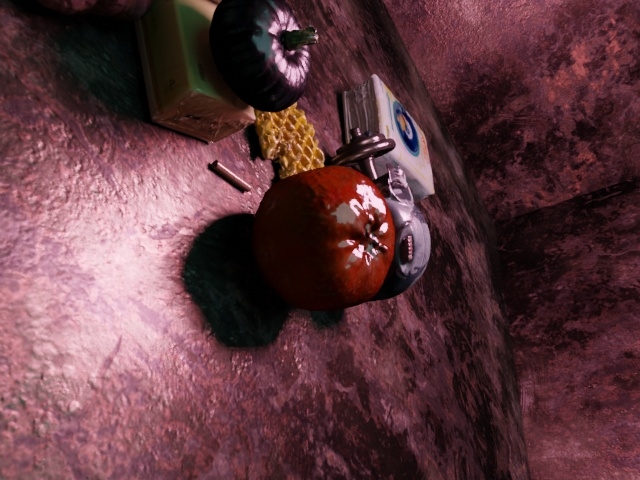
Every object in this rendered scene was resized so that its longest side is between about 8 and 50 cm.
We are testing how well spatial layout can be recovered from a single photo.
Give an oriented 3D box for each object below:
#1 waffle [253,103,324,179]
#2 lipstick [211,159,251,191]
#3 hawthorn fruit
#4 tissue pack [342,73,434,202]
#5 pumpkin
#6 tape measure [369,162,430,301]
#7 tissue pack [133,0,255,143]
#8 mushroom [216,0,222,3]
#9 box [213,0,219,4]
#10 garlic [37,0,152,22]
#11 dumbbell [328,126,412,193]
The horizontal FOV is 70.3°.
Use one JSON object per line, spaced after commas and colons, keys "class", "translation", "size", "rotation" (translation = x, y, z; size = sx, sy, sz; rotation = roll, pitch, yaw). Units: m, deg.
{"class": "waffle", "translation": [-0.070, -0.229, 1.078], "size": [0.250, 0.056, 0.261], "rotation": [6, 64, -59]}
{"class": "lipstick", "translation": [-0.170, -0.123, 0.876], "size": [0.094, 0.019, 0.019], "rotation": [37, 42, -45]}
{"class": "hawthorn fruit", "translation": [0.000, 0.000, 0.857], "size": [0.275, 0.299, 0.275], "rotation": [2, 86, -26]}
{"class": "tissue pack", "translation": [0.235, -0.325, 1.546], "size": [0.388, 0.162, 0.287], "rotation": [28, 52, -49]}
{"class": "pumpkin", "translation": [-0.095, -0.309, 0.744], "size": [0.194, 0.150, 0.194], "rotation": [6, 78, -30]}
{"class": "tape measure", "translation": [0.108, 0.000, 1.023], "size": [0.147, 0.256, 0.275], "rotation": [-5, 76, -52]}
{"class": "tissue pack", "translation": [-0.221, -0.310, 0.799], "size": [0.159, 0.125, 0.234], "rotation": [9, 65, -59]}
{"class": "mushroom", "translation": [-0.170, -0.495, 0.856], "size": [0.123, 0.095, 0.351], "rotation": [50, 10, -19]}
{"class": "box", "translation": [-0.176, -0.435, 1.025], "size": [0.211, 0.045, 0.270], "rotation": [60, 29, -1]}
{"class": "garlic", "translation": [-0.338, -0.435, 0.647], "size": [0.245, 0.160, 0.245], "rotation": [38, 42, -45]}
{"class": "dumbbell", "translation": [0.139, -0.172, 1.255], "size": [0.192, 0.192, 0.290], "rotation": [-23, 94, -61]}
